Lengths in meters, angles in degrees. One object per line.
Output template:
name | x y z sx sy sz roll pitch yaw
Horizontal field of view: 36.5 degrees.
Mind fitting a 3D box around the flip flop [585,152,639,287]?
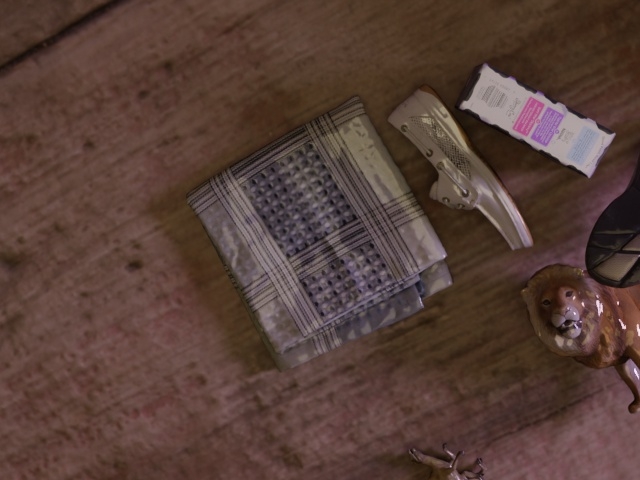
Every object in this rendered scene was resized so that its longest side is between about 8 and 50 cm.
flip flop | 0.457 -0.048 1.348 0.112 0.080 0.277 23 70 16

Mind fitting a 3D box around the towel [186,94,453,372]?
towel | 0.000 0.000 1.434 0.312 0.056 0.324 -28 95 8

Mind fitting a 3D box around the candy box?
candy box | 0.287 -0.166 1.328 0.196 0.165 0.070 28 100 1

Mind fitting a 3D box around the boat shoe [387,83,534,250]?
boat shoe | 0.198 -0.088 1.386 0.096 0.098 0.277 -37 84 9

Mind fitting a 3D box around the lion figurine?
lion figurine | 0.496 0.092 1.374 0.392 0.142 0.240 -23 81 -6

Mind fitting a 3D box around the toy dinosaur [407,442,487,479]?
toy dinosaur | 0.212 0.374 1.476 0.092 0.053 0.183 -39 85 25
